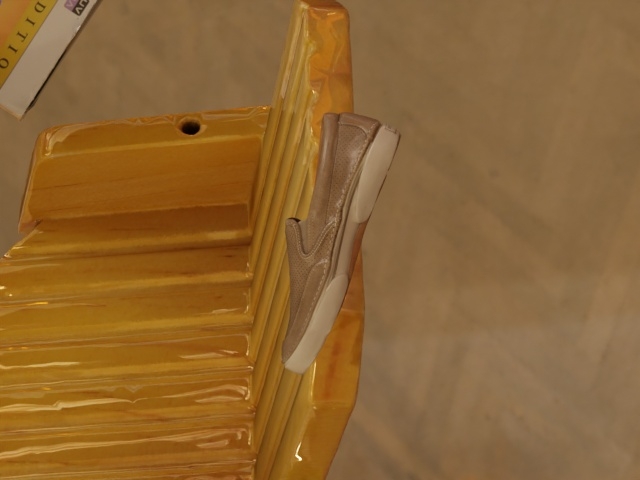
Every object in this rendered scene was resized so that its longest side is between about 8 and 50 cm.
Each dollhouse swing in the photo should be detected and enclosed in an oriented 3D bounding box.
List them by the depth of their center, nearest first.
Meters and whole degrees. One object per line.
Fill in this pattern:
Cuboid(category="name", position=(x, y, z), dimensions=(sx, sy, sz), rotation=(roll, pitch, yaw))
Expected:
Cuboid(category="dollhouse swing", position=(-0.119, 0.035, 1.042), dimensions=(0.305, 0.315, 0.347), rotation=(78, -171, -59))

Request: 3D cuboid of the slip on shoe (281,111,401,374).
Cuboid(category="slip on shoe", position=(0.000, 0.000, 0.793), dimensions=(0.051, 0.041, 0.135), rotation=(-99, 29, -84))

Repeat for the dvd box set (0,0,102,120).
Cuboid(category="dvd box set", position=(-0.287, -0.316, 0.990), dimensions=(0.420, 0.308, 0.062), rotation=(34, -176, -10))
